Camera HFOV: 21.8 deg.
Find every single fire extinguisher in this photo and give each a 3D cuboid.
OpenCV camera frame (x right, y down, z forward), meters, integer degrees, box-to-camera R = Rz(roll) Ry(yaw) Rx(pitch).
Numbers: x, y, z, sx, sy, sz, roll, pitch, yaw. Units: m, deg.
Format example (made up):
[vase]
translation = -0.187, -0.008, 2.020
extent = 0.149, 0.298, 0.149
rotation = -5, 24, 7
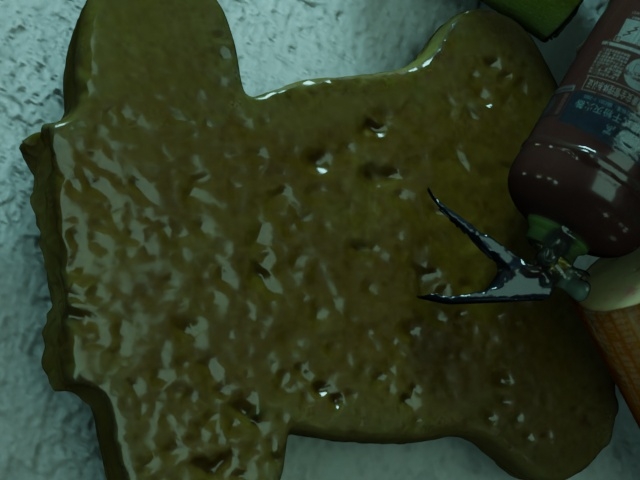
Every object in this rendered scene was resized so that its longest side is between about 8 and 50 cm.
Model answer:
[fire extinguisher]
translation = 0.184, -0.086, 1.083
extent = 0.138, 0.102, 0.344
rotation = 33, 80, -2

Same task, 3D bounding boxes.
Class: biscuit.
[biscuit]
translation = 0.000, 0.000, 1.078
extent = 0.394, 0.076, 0.368
rotation = -7, 83, -29

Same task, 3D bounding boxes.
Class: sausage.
[sausage]
translation = 0.276, 0.140, 1.135
extent = 0.093, 0.093, 0.312
rotation = -42, 116, -25

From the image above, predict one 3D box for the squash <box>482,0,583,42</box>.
[squash]
translation = 0.116, -0.231, 1.146
extent = 0.187, 0.123, 0.123
rotation = 31, 69, -15
